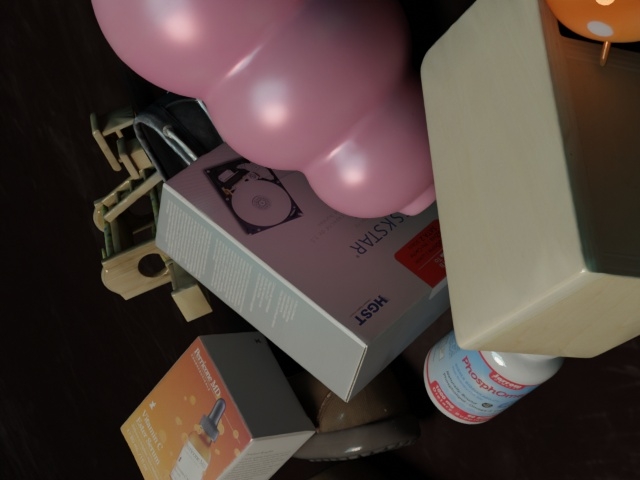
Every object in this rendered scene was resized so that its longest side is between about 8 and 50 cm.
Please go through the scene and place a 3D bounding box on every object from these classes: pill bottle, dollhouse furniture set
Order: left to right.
[{"bbox_3d":[-0.199,-0.019,1.275,0.182,0.101,0.161,-109,-5,-50],"label":"dollhouse furniture set"},{"bbox_3d":[0.160,0.096,1.092,0.087,0.087,0.160,47,145,6],"label":"pill bottle"}]

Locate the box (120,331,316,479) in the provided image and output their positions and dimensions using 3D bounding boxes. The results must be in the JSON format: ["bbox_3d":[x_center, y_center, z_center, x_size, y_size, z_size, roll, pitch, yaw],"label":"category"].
[{"bbox_3d":[-0.109,0.196,1.291,0.170,0.091,0.130,-50,58,32],"label":"box"}]

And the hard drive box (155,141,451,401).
[{"bbox_3d":[0.000,0.000,1.105,0.232,0.181,0.089,37,142,17],"label":"hard drive box"}]

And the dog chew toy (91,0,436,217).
[{"bbox_3d":[-0.024,-0.152,0.990,0.332,0.206,0.206,46,146,-8],"label":"dog chew toy"}]

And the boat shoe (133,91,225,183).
[{"bbox_3d":[-0.088,-0.013,1.259,0.108,0.102,0.301,-7,116,51],"label":"boat shoe"}]

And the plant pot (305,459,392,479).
[{"bbox_3d":[0.056,0.369,1.357,0.229,0.263,0.263,55,150,29],"label":"plant pot"}]

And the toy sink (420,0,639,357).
[{"bbox_3d":[0.173,-0.053,0.874,0.153,0.131,0.234,-42,48,54],"label":"toy sink"}]

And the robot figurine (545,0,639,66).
[{"bbox_3d":[0.180,-0.216,0.752,0.128,0.158,0.219,27,144,65],"label":"robot figurine"}]

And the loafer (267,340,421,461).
[{"bbox_3d":[-0.037,0.174,1.379,0.366,0.133,0.130,-12,84,44],"label":"loafer"}]
